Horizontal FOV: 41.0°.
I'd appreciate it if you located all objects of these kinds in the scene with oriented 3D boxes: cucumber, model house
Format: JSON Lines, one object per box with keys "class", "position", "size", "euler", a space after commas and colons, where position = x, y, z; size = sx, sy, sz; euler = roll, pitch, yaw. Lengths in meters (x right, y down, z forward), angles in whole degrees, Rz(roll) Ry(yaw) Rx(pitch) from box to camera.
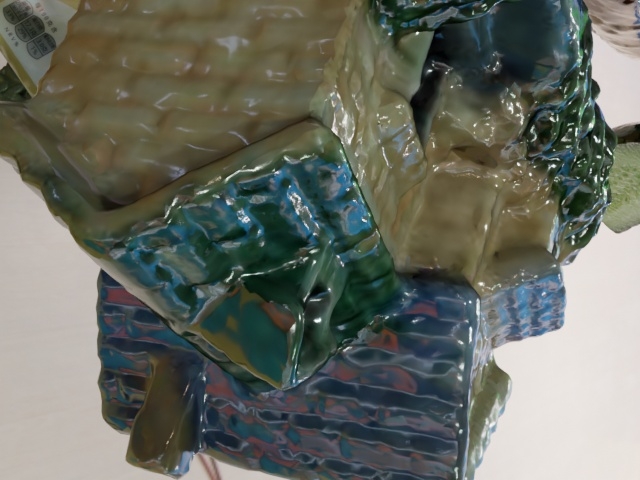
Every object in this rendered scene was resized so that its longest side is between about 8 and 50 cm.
{"class": "cucumber", "position": [0.340, -0.079, 0.932], "size": [0.063, 0.115, 0.244], "euler": [-53, 177, -7]}
{"class": "model house", "position": [0.000, 0.000, 0.673], "size": [0.445, 0.395, 0.400], "euler": [64, 43, -56]}

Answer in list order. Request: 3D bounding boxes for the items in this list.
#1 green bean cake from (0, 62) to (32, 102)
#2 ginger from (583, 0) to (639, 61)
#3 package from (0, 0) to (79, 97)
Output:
{"class": "green bean cake", "position": [-0.369, -0.205, 1.343], "size": [0.241, 0.255, 0.132], "euler": [-34, 160, -5]}
{"class": "ginger", "position": [0.315, -0.324, 0.970], "size": [0.418, 0.254, 0.176], "euler": [5, 106, -54]}
{"class": "package", "position": [-0.248, -0.235, 1.041], "size": [0.311, 0.221, 0.165], "euler": [61, 0, -34]}
